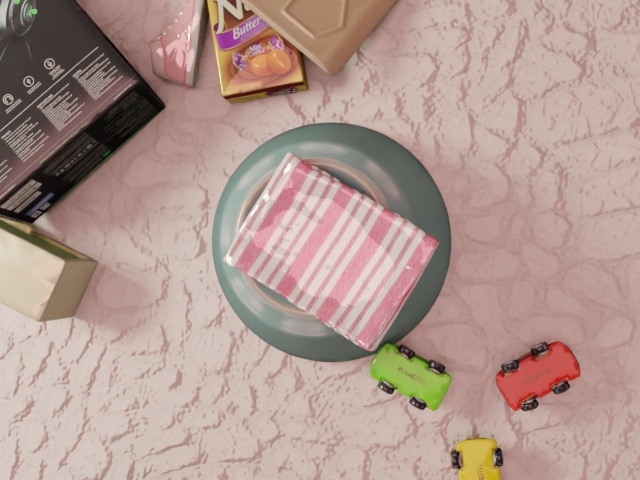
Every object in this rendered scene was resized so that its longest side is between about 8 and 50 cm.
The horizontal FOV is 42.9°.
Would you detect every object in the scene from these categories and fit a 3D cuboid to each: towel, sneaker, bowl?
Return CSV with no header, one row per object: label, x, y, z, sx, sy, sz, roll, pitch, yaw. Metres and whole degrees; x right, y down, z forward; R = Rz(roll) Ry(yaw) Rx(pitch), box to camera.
towel,0.009,0.011,0.877,0.197,0.029,0.144,31,92,7
sneaker,-0.187,-0.273,1.063,0.070,0.051,0.135,11,94,3
bowl,0.000,0.000,0.976,0.311,0.163,0.312,0,89,9

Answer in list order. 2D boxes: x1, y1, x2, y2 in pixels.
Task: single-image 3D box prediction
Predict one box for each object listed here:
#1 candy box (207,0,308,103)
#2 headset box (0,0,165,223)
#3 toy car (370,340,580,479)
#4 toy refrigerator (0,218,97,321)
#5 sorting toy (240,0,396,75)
candy box,-0.084,-0.280,1.050,0.109,0.053,0.187,-10,86,8
headset box,-0.390,-0.209,1.038,0.246,0.131,0.283,-42,84,-2
toy car,0.168,0.193,1.002,0.224,0.053,0.239,28,92,8
toy refrigerator,-0.440,0.004,1.066,0.269,0.102,0.094,25,92,8
sorting toy,-0.007,-0.338,1.013,0.208,0.038,0.193,40,79,-10
